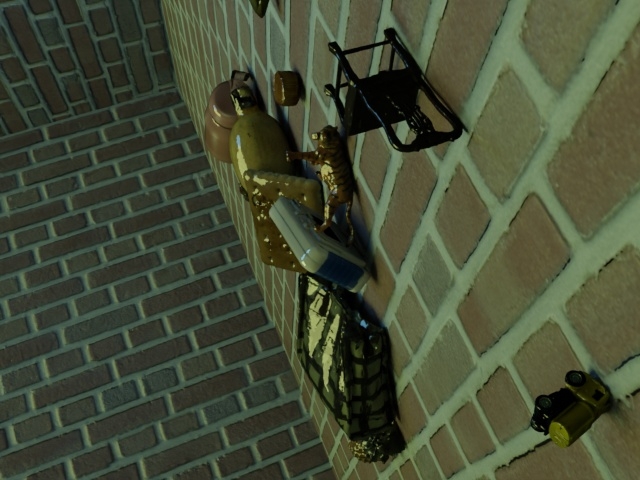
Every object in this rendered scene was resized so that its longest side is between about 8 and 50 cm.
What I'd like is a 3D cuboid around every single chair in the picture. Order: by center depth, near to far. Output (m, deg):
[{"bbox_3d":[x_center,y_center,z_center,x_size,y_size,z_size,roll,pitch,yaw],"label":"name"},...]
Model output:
[{"bbox_3d":[0.096,-0.181,0.963,0.113,0.106,0.229,93,156,-58],"label":"chair"}]

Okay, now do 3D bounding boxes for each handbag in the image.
[{"bbox_3d":[0.055,0.271,1.728,0.325,0.162,0.327,-130,32,-50],"label":"handbag"}]

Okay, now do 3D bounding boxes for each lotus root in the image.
[{"bbox_3d":[-0.166,-0.255,1.844,0.183,0.182,0.310,-169,61,-76],"label":"lotus root"}]

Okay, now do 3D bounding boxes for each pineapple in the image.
[{"bbox_3d":[0.148,0.528,1.828,0.119,0.111,0.237,39,157,-2],"label":"pineapple"}]

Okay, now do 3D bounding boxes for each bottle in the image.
[{"bbox_3d":[-0.267,-0.381,2.117,0.297,0.173,0.206,111,172,-72],"label":"bottle"}]

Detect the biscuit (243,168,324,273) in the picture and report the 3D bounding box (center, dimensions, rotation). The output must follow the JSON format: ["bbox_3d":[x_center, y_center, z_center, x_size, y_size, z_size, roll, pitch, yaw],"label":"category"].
[{"bbox_3d":[-0.084,-0.038,1.802,0.217,0.044,0.325,13,135,21],"label":"biscuit"}]

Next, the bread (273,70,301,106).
[{"bbox_3d":[-0.071,-0.344,1.568,0.085,0.053,0.085,172,90,-71],"label":"bread"}]

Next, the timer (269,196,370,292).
[{"bbox_3d":[0.000,0.000,1.534,0.178,0.078,0.253,28,-163,-37],"label":"timer"}]

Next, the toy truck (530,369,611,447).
[{"bbox_3d":[0.282,0.187,0.776,0.054,0.083,0.049,41,151,37],"label":"toy truck"}]

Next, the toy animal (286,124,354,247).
[{"bbox_3d":[0.032,-0.111,1.423,0.114,0.116,0.255,-47,-60,-55],"label":"toy animal"}]

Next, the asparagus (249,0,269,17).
[{"bbox_3d":[-0.147,-0.610,1.454,0.080,0.080,0.287,-129,26,-57],"label":"asparagus"}]
